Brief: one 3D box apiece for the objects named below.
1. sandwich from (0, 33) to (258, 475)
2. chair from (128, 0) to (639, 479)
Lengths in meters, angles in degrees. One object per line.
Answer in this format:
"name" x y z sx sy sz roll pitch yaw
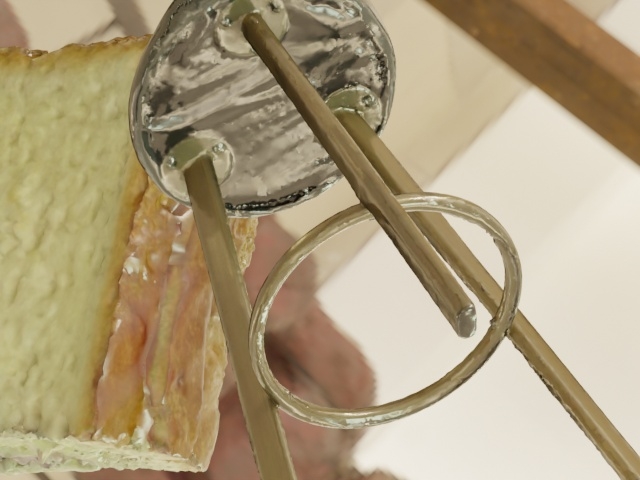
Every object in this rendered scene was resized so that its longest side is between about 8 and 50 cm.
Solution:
"sandwich" -0.201 0.014 1.100 0.131 0.325 0.262 39 55 -56
"chair" 0.001 -0.001 0.524 0.095 0.221 0.104 -34 132 10
